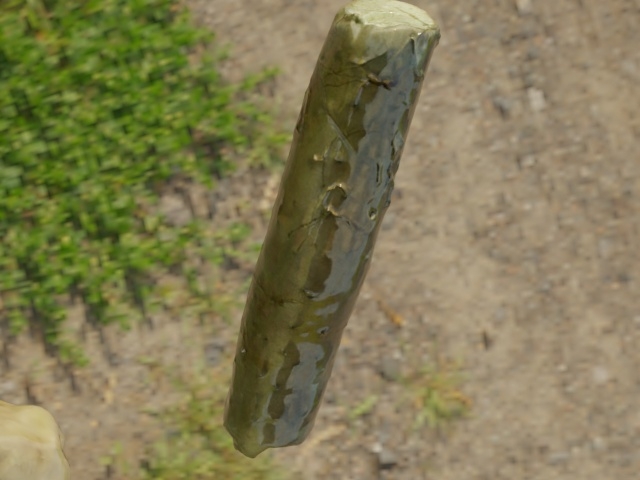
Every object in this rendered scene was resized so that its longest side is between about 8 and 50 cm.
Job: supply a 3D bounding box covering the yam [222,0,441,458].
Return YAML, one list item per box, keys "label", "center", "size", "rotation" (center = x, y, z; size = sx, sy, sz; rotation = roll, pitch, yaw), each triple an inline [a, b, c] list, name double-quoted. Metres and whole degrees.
- label: "yam"
  center: [0.000, 0.000, 1.062]
  size: [0.071, 0.067, 0.317]
  rotation: [-14, 134, -39]

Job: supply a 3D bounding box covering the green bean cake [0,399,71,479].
- label: "green bean cake"
  center: [-0.151, 0.083, 0.413]
  size: [0.179, 0.085, 0.109]
  rotation: [2, 104, -50]
